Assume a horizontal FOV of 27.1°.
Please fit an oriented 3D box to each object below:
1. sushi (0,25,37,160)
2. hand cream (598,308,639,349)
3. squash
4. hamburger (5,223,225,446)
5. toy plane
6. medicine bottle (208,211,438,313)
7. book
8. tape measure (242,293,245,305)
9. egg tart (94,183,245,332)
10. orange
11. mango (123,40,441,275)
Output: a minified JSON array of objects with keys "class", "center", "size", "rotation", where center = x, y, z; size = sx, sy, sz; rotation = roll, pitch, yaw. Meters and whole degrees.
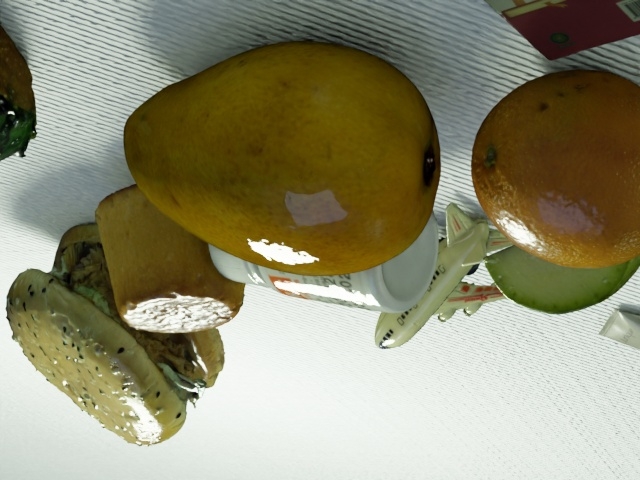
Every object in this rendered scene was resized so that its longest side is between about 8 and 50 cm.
[{"class":"sushi","center":[-0.377,-0.139,1.446],"size":[0.149,0.140,0.287],"rotation":[31,152,-23]},{"class":"hand cream","center":[0.476,0.138,1.796],"size":[0.186,0.054,0.087],"rotation":[17,153,5]},{"class":"squash","center":[0.313,0.053,1.573],"size":[0.192,0.085,0.184],"rotation":[-22,147,22]},{"class":"hamburger","center":[-0.283,0.125,1.866],"size":[0.318,0.195,0.277],"rotation":[43,155,1]},{"class":"toy plane","center":[0.141,0.050,1.667],"size":[0.242,0.104,0.256],"rotation":[20,141,-23]},{"class":"medicine bottle","center":[0.000,0.000,1.539],"size":[0.252,0.144,0.144],"rotation":[10,160,35]},{"class":"book","center":[0.199,-0.233,1.115],"size":[0.162,0.022,0.232],"rotation":[-13,146,40]},{"class":"tape measure","center":[-0.172,0.075,1.943],"size":[0.091,0.054,0.094],"rotation":[-3,160,32]},{"class":"egg tart","center":[-0.175,0.017,1.674],"size":[0.215,0.171,0.215],"rotation":[-5,158,-2]},{"class":"orange","center":[0.244,-0.068,1.256],"size":[0.206,0.206,0.206],"rotation":[10,156,4]},{"class":"mango","center":[-0.044,-0.080,1.344],"size":[0.378,0.221,0.264],"rotation":[5,162,42]}]
